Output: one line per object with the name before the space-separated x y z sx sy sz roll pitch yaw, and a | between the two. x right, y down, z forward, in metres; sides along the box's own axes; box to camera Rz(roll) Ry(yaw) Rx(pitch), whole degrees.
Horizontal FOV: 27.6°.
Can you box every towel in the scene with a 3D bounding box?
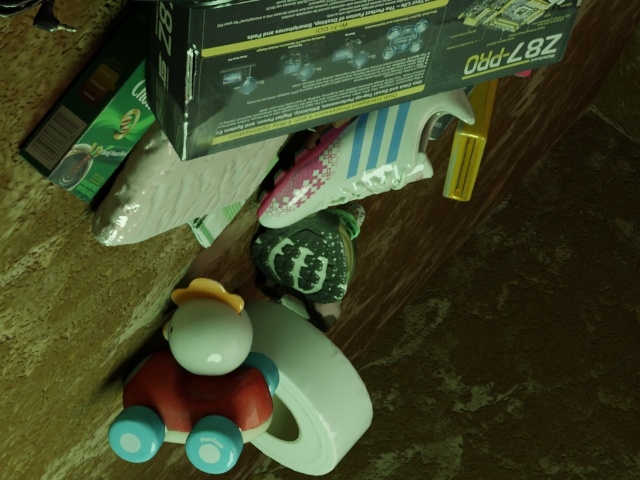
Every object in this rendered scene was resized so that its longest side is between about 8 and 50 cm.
towel | -0.083 -0.157 1.379 0.332 0.053 0.317 -57 168 23
towel | -0.109 -0.065 1.632 0.152 0.023 0.113 -52 170 -9

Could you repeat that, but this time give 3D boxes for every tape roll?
tape roll | -0.059 0.231 2.036 0.100 0.286 0.286 -46 166 -30

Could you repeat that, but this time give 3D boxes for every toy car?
toy car | -0.169 0.151 1.759 0.219 0.210 0.238 -56 149 -63

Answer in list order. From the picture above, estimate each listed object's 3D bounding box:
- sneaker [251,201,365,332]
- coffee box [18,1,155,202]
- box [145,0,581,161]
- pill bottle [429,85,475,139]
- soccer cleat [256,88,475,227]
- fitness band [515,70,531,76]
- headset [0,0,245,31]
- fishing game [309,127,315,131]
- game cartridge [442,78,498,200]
sneaker | 0.000 0.000 1.991 0.182 0.158 0.410 -61 177 -16
coffee box | -0.177 -0.124 1.148 0.184 0.040 0.113 -51 168 -3
box | 0.058 -0.245 1.060 0.395 0.097 0.318 -17 142 -22
pill bottle | 0.178 -0.274 1.817 0.246 0.130 0.130 -56 167 15
soccer cleat | 0.061 -0.103 1.733 0.331 0.143 0.116 -42 178 14
fitness band | 0.325 -0.377 2.031 0.291 0.054 0.209 85 16 -78
headset | -0.111 -0.228 0.729 0.185 0.243 0.394 -21 176 -18
fishing game | 0.042 -0.221 1.687 0.189 0.041 0.264 -57 167 11
game cartridge | 0.252 -0.255 2.018 0.285 0.052 0.324 86 19 -73
